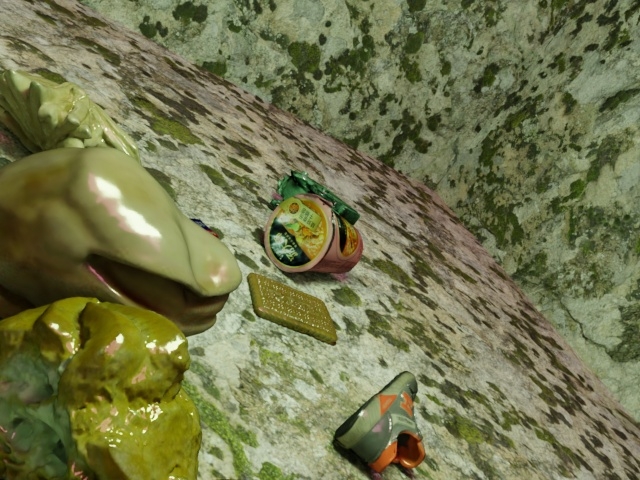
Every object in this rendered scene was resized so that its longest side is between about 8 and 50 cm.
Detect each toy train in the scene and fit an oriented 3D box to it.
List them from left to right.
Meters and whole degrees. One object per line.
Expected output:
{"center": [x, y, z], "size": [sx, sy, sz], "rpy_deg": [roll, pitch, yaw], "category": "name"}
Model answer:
{"center": [-0.022, -0.114, 2.123], "size": [0.238, 0.167, 0.299], "rpy_deg": [25, 13, -48], "category": "toy train"}

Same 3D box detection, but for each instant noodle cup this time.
{"center": [0.000, 0.000, 1.865], "size": [0.244, 0.244, 0.255], "rpy_deg": [48, 15, 29], "category": "instant noodle cup"}

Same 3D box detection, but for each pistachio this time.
{"center": [-0.325, 0.012, 1.006], "size": [0.445, 0.281, 0.365], "rpy_deg": [28, 4, -45], "category": "pistachio"}

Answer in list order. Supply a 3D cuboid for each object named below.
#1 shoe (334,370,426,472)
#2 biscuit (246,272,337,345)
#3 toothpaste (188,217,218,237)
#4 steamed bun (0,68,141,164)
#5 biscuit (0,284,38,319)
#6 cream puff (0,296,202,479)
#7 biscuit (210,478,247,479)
{"center": [0.173, 0.407, 1.375], "size": [0.171, 0.132, 0.336], "rpy_deg": [47, 24, 15], "category": "shoe"}
{"center": [-0.069, 0.173, 1.623], "size": [0.254, 0.029, 0.172], "rpy_deg": [26, 22, -28], "category": "biscuit"}
{"center": [-0.341, -0.009, 1.450], "size": [0.076, 0.066, 0.320], "rpy_deg": [41, 9, 12], "category": "toothpaste"}
{"center": [-0.605, -0.267, 1.446], "size": [0.428, 0.247, 0.189], "rpy_deg": [39, 35, 1], "category": "steamed bun"}
{"center": [-0.487, 0.052, 1.162], "size": [0.385, 0.062, 0.365], "rpy_deg": [40, 19, 6], "category": "biscuit"}
{"center": [-0.271, 0.219, 0.809], "size": [0.323, 0.270, 0.274], "rpy_deg": [19, -16, 28], "category": "cream puff"}
{"center": [-0.099, 0.491, 0.812], "size": [0.350, 0.070, 0.394], "rpy_deg": [23, 26, -13], "category": "biscuit"}
